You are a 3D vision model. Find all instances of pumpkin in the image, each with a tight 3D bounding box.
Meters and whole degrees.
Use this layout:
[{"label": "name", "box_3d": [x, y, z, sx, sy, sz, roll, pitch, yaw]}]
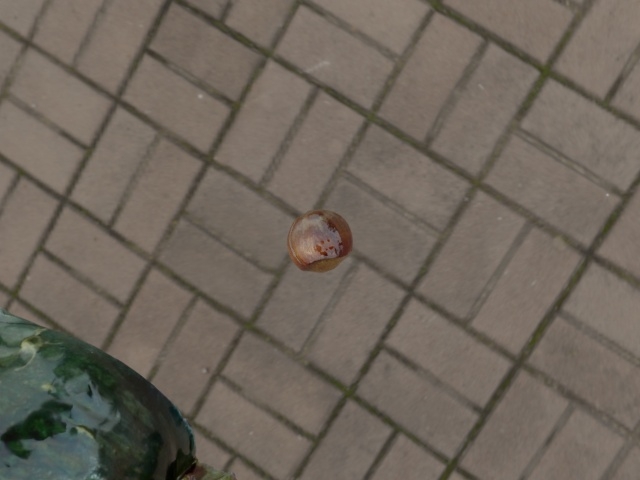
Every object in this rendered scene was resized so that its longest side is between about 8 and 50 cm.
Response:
[{"label": "pumpkin", "box_3d": [-0.197, 0.192, 0.584, 0.263, 0.293, 0.197, 4, 49, 26]}]

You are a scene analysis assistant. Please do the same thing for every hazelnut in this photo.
[{"label": "hazelnut", "box_3d": [0.000, 0.000, 1.272, 0.086, 0.086, 0.086, 1, 93, 16]}]
